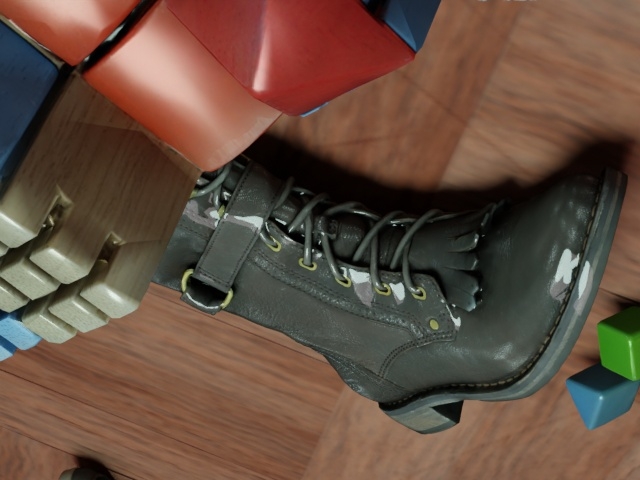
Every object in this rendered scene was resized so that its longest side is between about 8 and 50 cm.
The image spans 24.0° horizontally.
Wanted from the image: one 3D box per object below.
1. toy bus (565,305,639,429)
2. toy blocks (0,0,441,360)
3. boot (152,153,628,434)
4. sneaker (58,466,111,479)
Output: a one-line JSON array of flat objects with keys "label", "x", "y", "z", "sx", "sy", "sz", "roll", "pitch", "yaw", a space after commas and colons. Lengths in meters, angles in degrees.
[{"label": "toy bus", "x": 0.236, "y": 0.114, "z": 0.749, "sx": 0.202, "sy": 0.104, "sz": 0.191, "roll": 1, "pitch": 111, "yaw": 62}, {"label": "toy blocks", "x": -0.077, "y": -0.081, "z": 0.478, "sx": 0.190, "sy": 0.261, "sz": 0.381, "roll": 39, "pitch": 143, "yaw": -23}, {"label": "boot", "x": 0.000, "y": 0.000, "z": 0.740, "sx": 0.229, "sy": 0.091, "sz": 0.263, "roll": 29, "pitch": 145, "yaw": -10}, {"label": "sneaker", "x": -0.104, "y": 0.241, "z": 1.128, "sx": 0.118, "sy": 0.083, "sz": 0.222, "roll": -17, "pitch": 124, "yaw": 17}]
